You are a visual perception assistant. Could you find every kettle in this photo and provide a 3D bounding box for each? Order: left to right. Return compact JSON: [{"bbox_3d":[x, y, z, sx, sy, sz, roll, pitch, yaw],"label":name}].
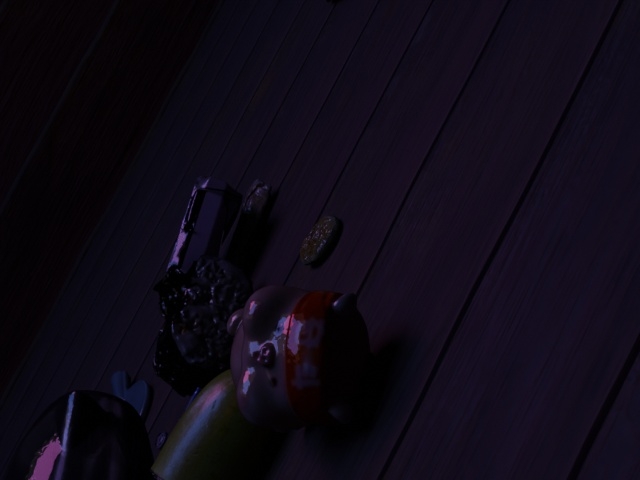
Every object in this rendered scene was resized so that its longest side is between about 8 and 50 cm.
[{"bbox_3d":[-0.328,0.383,1.567,0.321,0.228,0.324,81,-169,-51],"label":"kettle"}]

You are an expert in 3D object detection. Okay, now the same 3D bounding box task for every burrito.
[{"bbox_3d":[-0.123,-0.026,1.912,0.051,0.042,0.171,-9,54,55],"label":"burrito"}]

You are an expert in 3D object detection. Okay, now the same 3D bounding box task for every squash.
[{"bbox_3d":[-0.118,0.235,1.377,0.186,0.123,0.123,-60,18,3],"label":"squash"}]

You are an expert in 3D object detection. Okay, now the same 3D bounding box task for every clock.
[{"bbox_3d":[-0.199,0.006,1.897,0.253,0.083,0.186,130,158,-79],"label":"clock"}]

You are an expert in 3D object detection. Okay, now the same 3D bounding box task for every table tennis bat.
[{"bbox_3d":[-0.360,0.308,2.044,0.153,0.040,0.244,-56,22,10],"label":"table tennis bat"}]

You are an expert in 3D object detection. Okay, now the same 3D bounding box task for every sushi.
[{"bbox_3d":[-0.189,0.126,1.687,0.115,0.147,0.212,-44,25,44],"label":"sushi"}]

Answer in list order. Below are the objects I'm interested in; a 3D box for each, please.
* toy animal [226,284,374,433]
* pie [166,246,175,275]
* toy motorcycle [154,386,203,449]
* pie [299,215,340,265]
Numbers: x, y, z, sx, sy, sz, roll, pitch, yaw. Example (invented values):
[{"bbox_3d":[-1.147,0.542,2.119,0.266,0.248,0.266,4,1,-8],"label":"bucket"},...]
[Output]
[{"bbox_3d":[-0.025,0.133,1.231,0.171,0.171,0.198,-66,15,-18],"label":"toy animal"},{"bbox_3d":[-0.261,0.039,2.179,0.187,0.041,0.187,-50,22,29],"label":"pie"},{"bbox_3d":[-0.174,0.291,1.513,0.114,0.076,0.205,-30,39,54],"label":"toy motorcycle"},{"bbox_3d":[0.000,0.001,1.572,0.084,0.021,0.084,-46,22,25],"label":"pie"}]
